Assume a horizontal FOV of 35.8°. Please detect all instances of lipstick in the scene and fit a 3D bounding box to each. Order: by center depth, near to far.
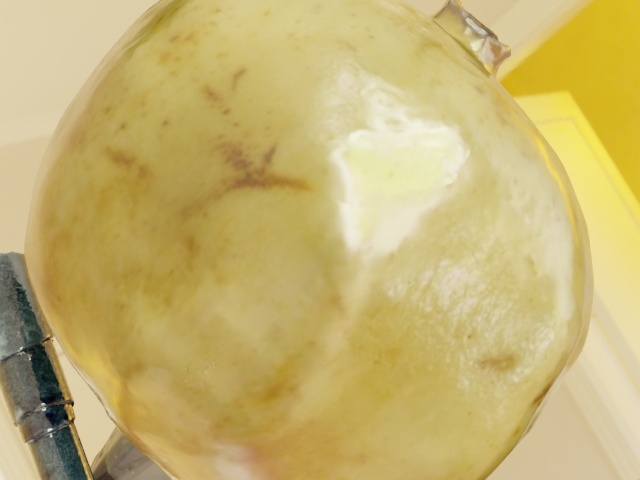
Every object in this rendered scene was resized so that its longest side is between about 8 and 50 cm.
[{"bbox_3d":[-0.188,0.120,0.668,0.053,0.234,0.053,-22,-21,-9],"label":"lipstick"}]

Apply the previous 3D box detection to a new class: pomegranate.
[{"bbox_3d":[0.000,0.000,0.583,0.332,0.333,0.332,-29,-9,-5],"label":"pomegranate"}]

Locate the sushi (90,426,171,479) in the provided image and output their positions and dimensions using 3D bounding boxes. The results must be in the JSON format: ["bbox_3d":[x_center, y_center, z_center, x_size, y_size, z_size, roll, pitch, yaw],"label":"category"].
[{"bbox_3d":[-0.090,0.229,0.911,0.134,0.273,0.109,-40,27,6],"label":"sushi"}]

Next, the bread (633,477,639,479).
[{"bbox_3d":[0.369,0.383,0.867,0.423,0.245,0.329,13,-55,-10],"label":"bread"}]
